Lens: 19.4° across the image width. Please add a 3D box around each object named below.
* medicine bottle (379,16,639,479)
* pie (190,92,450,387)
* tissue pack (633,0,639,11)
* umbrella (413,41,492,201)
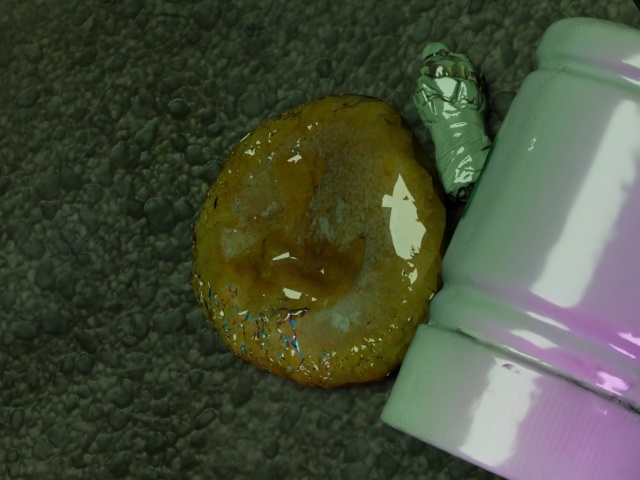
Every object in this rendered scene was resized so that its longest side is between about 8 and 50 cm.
[{"bbox_3d":[0.199,0.024,1.359,0.212,0.212,0.325,20,84,33],"label":"medicine bottle"},{"bbox_3d":[-0.001,-0.001,1.566,0.273,0.069,0.273,-13,68,35],"label":"pie"},{"bbox_3d":[0.410,-0.107,1.220,0.375,0.195,0.390,-16,61,-19],"label":"tissue pack"},{"bbox_3d":[0.111,-0.100,1.544,0.067,0.062,0.143,-44,53,47],"label":"umbrella"}]
